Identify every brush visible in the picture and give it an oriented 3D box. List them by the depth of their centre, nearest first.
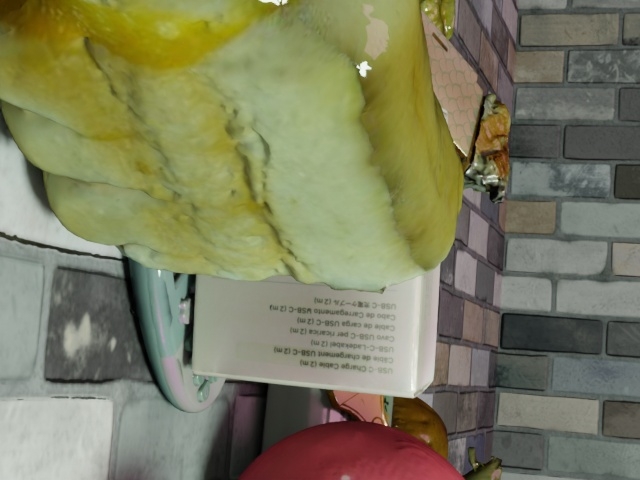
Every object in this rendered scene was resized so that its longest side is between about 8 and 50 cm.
[{"bbox_3d":[0.072,0.232,1.309,0.090,0.017,0.314,-28,101,-35],"label":"brush"}]

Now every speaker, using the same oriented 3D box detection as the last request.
[{"bbox_3d":[0.035,0.323,1.176,0.294,0.294,0.294,2,90,-73],"label":"speaker"}]

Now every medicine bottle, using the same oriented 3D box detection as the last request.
[{"bbox_3d":[0.013,0.195,1.361,0.179,0.124,0.324,21,70,-52],"label":"medicine bottle"}]

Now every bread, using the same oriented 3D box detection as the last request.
[{"bbox_3d":[-0.069,-0.134,0.788,0.341,0.300,0.210,63,32,-50],"label":"bread"}]

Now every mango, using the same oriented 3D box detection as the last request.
[{"bbox_3d":[0.107,0.306,1.677,0.156,0.151,0.248,64,24,-6],"label":"mango"}]

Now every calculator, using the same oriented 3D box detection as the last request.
[{"bbox_3d":[-0.120,0.021,1.060,0.185,0.041,0.299,-63,152,-54],"label":"calculator"}]

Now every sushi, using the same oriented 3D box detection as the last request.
[{"bbox_3d":[0.138,-0.128,1.512,0.184,0.274,0.139,-15,106,-46],"label":"sushi"}]

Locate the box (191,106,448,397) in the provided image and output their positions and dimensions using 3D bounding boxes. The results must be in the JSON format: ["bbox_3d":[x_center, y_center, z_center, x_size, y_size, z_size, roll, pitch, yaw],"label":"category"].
[{"bbox_3d":[0.000,0.000,1.022,0.106,0.203,0.252,-4,97,-75],"label":"box"}]

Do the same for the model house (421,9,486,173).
[{"bbox_3d":[0.053,-0.110,1.265,0.169,0.244,0.326,-72,158,-46],"label":"model house"}]

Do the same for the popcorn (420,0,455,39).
[{"bbox_3d":[0.124,-0.291,1.646,0.168,0.173,0.195,-101,167,-46],"label":"popcorn"}]

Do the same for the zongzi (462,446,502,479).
[{"bbox_3d":[0.053,0.460,1.307,0.418,0.181,0.447,-61,167,14],"label":"zongzi"}]
